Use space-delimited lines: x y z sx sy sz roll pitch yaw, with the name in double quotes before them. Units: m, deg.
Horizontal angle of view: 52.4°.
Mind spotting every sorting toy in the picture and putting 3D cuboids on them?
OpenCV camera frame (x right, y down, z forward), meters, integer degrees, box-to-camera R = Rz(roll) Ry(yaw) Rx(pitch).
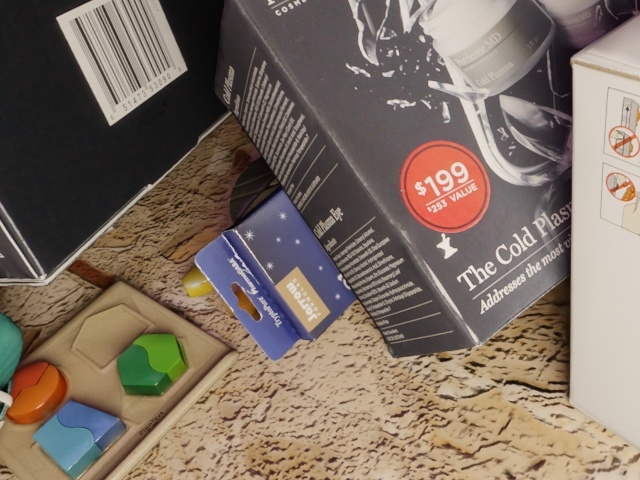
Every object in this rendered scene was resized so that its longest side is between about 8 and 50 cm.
"sorting toy" -0.195 0.109 0.670 0.229 0.041 0.307 20 53 37

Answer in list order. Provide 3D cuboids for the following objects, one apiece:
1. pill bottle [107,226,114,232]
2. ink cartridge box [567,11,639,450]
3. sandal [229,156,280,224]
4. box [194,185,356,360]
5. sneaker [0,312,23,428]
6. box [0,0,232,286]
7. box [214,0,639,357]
"pill bottle" -0.344 -0.012 0.839 0.137 0.078 0.078 -28 40 -12
"ink cartridge box" 0.300 -0.027 0.424 0.272 0.309 0.130 -35 42 -18
"sandal" -0.005 -0.080 0.791 0.120 0.086 0.303 -4 26 25
"box" 0.000 0.000 0.650 0.225 0.136 0.036 -42 16 -25
"sneaker" -0.324 0.205 0.551 0.121 0.108 0.302 14 65 18
"box" -0.419 -0.193 0.812 0.471 0.297 0.480 -4 33 27
"box" 0.134 -0.123 0.577 0.343 0.179 0.312 -34 86 -17
